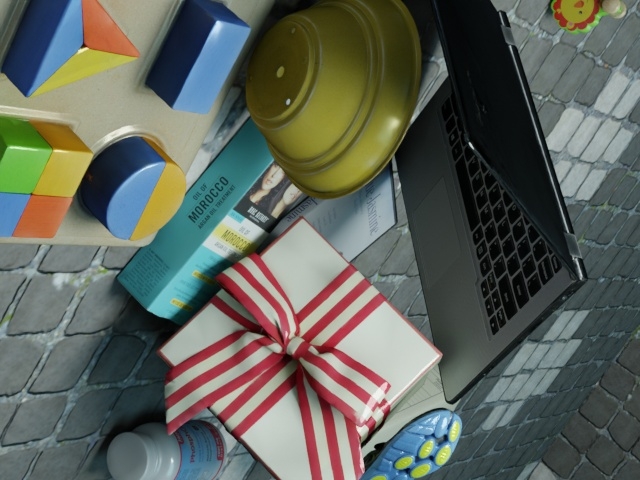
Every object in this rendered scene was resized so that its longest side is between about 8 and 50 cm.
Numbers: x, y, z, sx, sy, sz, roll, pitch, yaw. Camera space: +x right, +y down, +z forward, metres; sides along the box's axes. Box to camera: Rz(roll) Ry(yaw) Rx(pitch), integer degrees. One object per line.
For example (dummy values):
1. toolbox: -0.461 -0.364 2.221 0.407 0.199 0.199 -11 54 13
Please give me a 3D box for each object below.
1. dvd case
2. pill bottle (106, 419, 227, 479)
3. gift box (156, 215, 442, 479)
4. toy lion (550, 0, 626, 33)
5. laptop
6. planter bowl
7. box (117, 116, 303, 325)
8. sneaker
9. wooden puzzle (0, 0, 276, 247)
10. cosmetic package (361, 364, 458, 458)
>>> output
1. dvd case: 0.000 0.000 1.552 0.253 0.022 0.180 -40 151 -17
2. pill bottle: -0.198 0.276 1.546 0.087 0.087 0.160 -56 152 13
3. gift box: -0.028 0.165 1.374 0.276 0.255 0.258 -48 169 -12
4. toy lion: 0.352 -0.326 1.592 0.034 0.096 0.100 8 79 -58
5. laptop: 0.113 -0.099 1.272 0.236 0.382 0.408 11 140 -24
6. planter bowl: -0.010 -0.155 1.171 0.090 0.217 0.217 13 116 -39
7. box: -0.107 -0.021 1.330 0.244 0.060 0.100 -50 153 3
8. sneaker: 0.087 0.248 1.384 0.188 0.067 0.078 -49 -163 28
9. wooden puzzle: -0.189 -0.117 1.070 0.348 0.080 0.322 -2 127 -54
10. cosmetic package: 0.054 0.253 1.805 0.309 0.160 0.113 -13 137 -47
